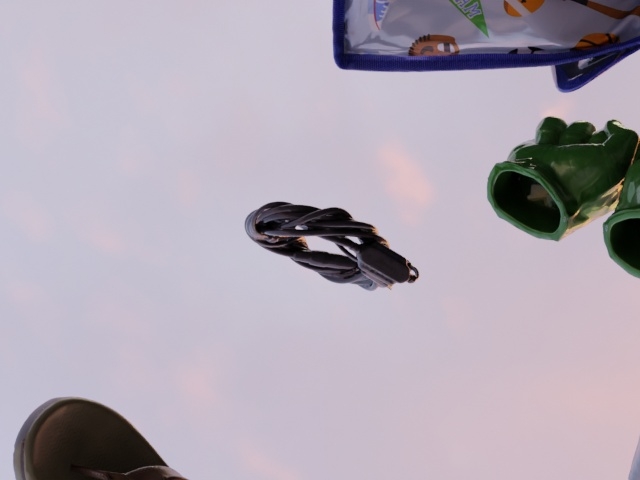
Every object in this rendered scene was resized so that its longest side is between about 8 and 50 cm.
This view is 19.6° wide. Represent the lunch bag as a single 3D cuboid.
[{"bbox_3d":[0.210,-0.304,1.922,0.328,0.385,0.239,-82,-10,-66],"label":"lunch bag"}]

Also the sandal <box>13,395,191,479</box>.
[{"bbox_3d":[-0.131,0.239,1.558,0.303,0.086,0.120,45,-128,-18],"label":"sandal"}]

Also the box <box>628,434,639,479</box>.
[{"bbox_3d":[0.460,-0.047,1.431,0.480,0.297,0.472,89,-158,-64],"label":"box"}]

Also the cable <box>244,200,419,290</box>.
[{"bbox_3d":[0.000,0.000,1.805,0.184,0.150,0.047,27,-103,-38],"label":"cable"}]

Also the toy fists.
[{"bbox_3d":[0.303,-0.049,1.814,0.142,0.279,0.096,-27,-55,-38],"label":"toy fists"}]
